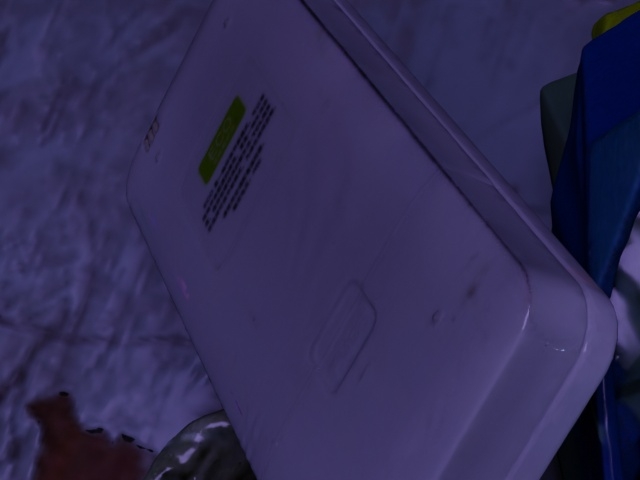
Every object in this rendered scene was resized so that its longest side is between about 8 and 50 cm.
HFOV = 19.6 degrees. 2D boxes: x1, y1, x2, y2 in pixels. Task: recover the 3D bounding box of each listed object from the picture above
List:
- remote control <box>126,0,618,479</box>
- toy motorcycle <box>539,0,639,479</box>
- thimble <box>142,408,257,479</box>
[{"bbox_3d":[0.000,0.000,0.522,0.103,0.034,0.250,-62,29,16],"label":"remote control"},{"bbox_3d":[0.136,0.053,0.472,0.191,0.200,0.326,-21,68,3],"label":"toy motorcycle"},{"bbox_3d":[-0.006,0.090,0.557,0.110,0.062,0.084,-14,65,4],"label":"thimble"}]
